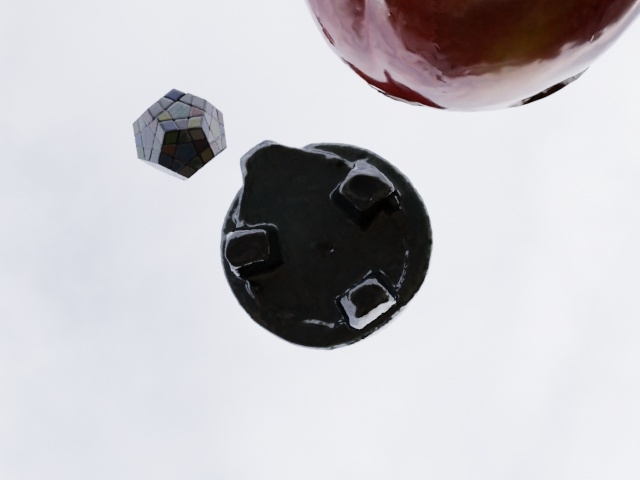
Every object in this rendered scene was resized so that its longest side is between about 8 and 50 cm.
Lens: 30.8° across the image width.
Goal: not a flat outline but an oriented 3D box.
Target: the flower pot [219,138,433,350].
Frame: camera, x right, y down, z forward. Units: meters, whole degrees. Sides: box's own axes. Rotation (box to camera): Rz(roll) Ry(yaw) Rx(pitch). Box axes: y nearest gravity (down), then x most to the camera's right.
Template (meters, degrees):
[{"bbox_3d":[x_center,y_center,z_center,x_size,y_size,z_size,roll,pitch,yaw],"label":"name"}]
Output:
[{"bbox_3d":[0.000,0.000,1.568,0.299,0.283,0.299,-1,-95,7],"label":"flower pot"}]

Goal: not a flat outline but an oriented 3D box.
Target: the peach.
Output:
[{"bbox_3d":[0.131,-0.299,1.001,0.370,0.370,0.370,-3,-65,-7],"label":"peach"}]

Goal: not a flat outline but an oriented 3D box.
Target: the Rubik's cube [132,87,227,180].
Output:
[{"bbox_3d":[-0.163,-0.122,1.348,0.111,0.111,0.093,-37,-82,9],"label":"Rubik's cube"}]
